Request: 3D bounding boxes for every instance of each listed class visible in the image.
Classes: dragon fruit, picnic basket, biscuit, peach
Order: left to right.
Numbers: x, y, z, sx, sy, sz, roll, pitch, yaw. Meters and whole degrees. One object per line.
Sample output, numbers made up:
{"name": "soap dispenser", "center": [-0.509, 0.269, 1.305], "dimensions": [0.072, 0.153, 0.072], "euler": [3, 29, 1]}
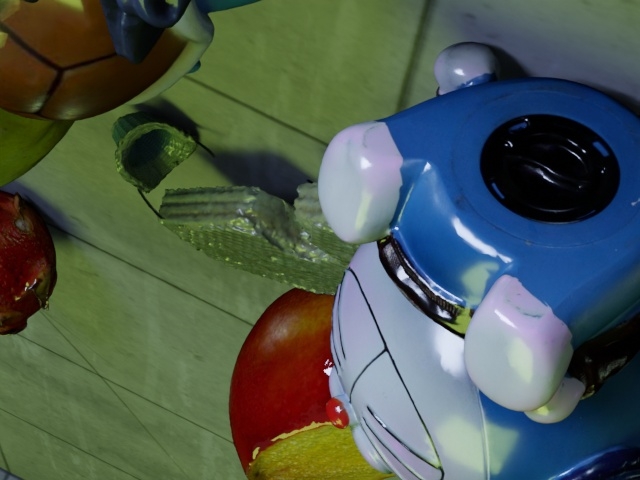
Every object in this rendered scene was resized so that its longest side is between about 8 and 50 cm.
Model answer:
{"name": "dragon fruit", "center": [-0.329, -0.011, 1.772], "dimensions": [0.125, 0.125, 0.246], "euler": [-11, 125, 17]}
{"name": "picnic basket", "center": [-0.123, -0.065, 1.425], "dimensions": [0.083, 0.065, 0.083], "euler": [49, -175, 29]}
{"name": "biscuit", "center": [0.000, 0.000, 1.405], "dimensions": [0.250, 0.046, 0.147], "euler": [2, 158, 46]}
{"name": "peach", "center": [0.019, 0.128, 1.528], "dimensions": [0.190, 0.192, 0.190], "euler": [24, 173, 3]}

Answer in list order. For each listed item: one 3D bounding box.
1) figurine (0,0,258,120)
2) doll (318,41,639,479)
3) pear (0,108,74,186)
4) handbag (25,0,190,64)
{"name": "figurine", "center": [-0.159, -0.168, 1.012], "dimensions": [0.298, 0.243, 0.416], "euler": [40, 129, -6]}
{"name": "doll", "center": [0.120, 0.046, 1.143], "dimensions": [0.310, 0.240, 0.284], "euler": [94, 154, -55]}
{"name": "pear", "center": [-0.273, -0.128, 1.250], "dimensions": [0.269, 0.212, 0.212], "euler": [9, 154, 30]}
{"name": "handbag", "center": [-0.037, -0.205, 0.652], "dimensions": [0.118, 0.269, 0.325], "euler": [30, 160, -1]}
